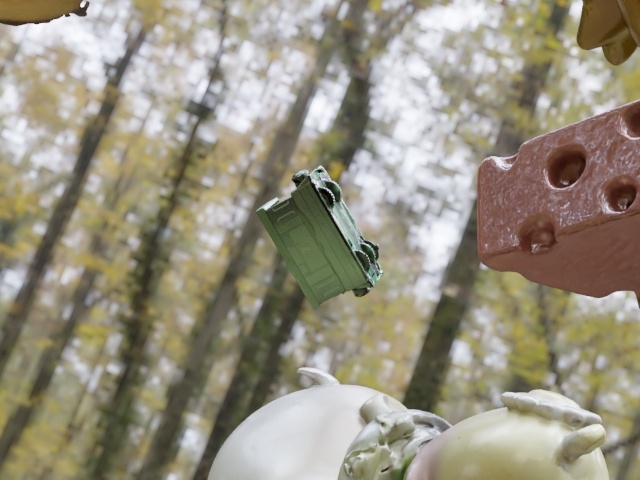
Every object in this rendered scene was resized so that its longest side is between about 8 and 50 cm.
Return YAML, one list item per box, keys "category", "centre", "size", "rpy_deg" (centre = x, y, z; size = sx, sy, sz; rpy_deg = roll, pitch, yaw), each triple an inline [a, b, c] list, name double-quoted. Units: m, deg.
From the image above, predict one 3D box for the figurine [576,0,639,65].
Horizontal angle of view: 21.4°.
- category: "figurine"
  centre: [0.206, -0.099, 0.637]
  size: [0.215, 0.215, 0.228]
  rpy_deg: [49, 11, -55]

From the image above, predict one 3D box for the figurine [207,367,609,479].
- category: "figurine"
  centre: [0.048, 0.190, 1.206]
  size: [0.275, 0.226, 0.394]
  rpy_deg: [1, -10, -37]

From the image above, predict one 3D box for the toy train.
- category: "toy train"
  centre: [0.000, 0.000, 1.120]
  size: [0.056, 0.038, 0.093]
  rpy_deg: [-29, -84, 20]

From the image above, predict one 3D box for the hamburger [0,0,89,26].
- category: "hamburger"
  centre: [-0.331, -0.338, 1.747]
  size: [0.237, 0.148, 0.237]
  rpy_deg: [5, -22, 2]

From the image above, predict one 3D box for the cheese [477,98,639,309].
- category: "cheese"
  centre: [0.272, -0.014, 1.536]
  size: [0.203, 0.128, 0.177]
  rpy_deg: [-21, -40, 30]
